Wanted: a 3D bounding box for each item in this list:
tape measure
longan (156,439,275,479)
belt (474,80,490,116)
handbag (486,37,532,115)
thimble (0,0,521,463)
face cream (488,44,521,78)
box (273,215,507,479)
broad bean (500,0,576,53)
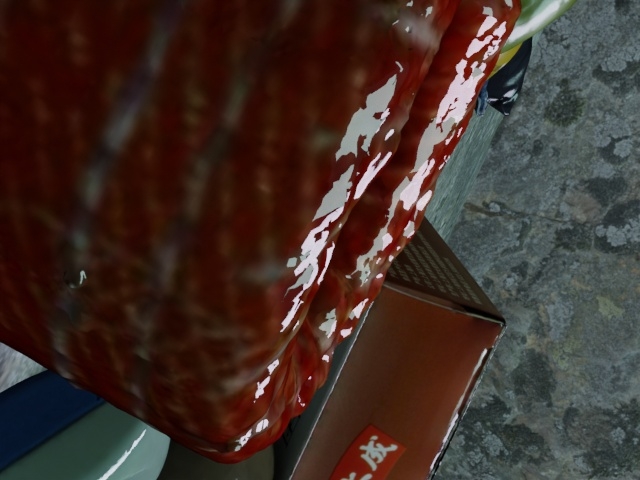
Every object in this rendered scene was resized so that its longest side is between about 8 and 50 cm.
[{"bbox_3d":[-0.150,0.133,0.842,0.351,0.098,0.215,-31,164,-36],"label":"tape measure"},{"bbox_3d":[-0.134,0.190,1.031,0.220,0.196,0.196,-57,168,-27],"label":"longan"},{"bbox_3d":[0.128,-0.228,1.475,0.122,0.128,0.218,-17,159,-8],"label":"belt"},{"bbox_3d":[0.210,-0.310,1.543,0.211,0.089,0.254,81,2,-65],"label":"handbag"},{"bbox_3d":[-0.054,-0.075,0.676,0.350,0.231,0.350,-60,171,-16],"label":"thimble"},{"bbox_3d":[0.046,-0.122,1.002,0.349,0.105,0.105,-40,-178,30],"label":"face cream"},{"bbox_3d":[-0.007,0.128,1.216,0.385,0.122,0.344,-118,-130,-66],"label":"box"},{"bbox_3d":[0.085,-0.238,0.855,0.291,0.238,0.119,-29,175,4],"label":"broad bean"}]
